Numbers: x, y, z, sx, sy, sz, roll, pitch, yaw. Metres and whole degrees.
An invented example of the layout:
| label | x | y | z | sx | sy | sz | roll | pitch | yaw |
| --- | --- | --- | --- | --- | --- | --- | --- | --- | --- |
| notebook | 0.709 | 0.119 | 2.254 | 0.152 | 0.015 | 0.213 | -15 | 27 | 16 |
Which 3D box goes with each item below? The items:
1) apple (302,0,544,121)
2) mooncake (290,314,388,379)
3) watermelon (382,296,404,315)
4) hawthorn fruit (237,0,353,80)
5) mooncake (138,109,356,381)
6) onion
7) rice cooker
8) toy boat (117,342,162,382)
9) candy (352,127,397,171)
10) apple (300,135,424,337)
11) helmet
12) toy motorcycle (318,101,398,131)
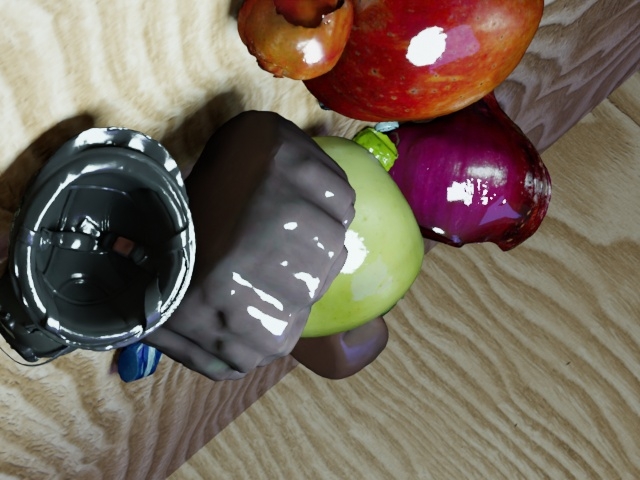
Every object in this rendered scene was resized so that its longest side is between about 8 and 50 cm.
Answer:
| label | x | y | z | sx | sy | sz | roll | pitch | yaw |
| --- | --- | --- | --- | --- | --- | --- | --- | --- | --- |
| apple | 0.143 | -0.311 | 1.562 | 0.365 | 0.329 | 0.295 | -18 | 121 | -38 |
| mooncake | -0.009 | 0.127 | 2.343 | 0.174 | 0.326 | 0.333 | -35 | 131 | -27 |
| watermelon | 0.092 | 0.077 | 2.615 | 0.242 | 0.242 | 0.242 | -41 | 167 | -12 |
| hawthorn fruit | -0.024 | -0.287 | 1.377 | 0.172 | 0.148 | 0.148 | -57 | 165 | 8 |
| mooncake | -0.110 | 0.017 | 1.539 | 0.381 | 0.212 | 0.350 | -54 | -161 | 7 |
| onion | 0.317 | -0.191 | 2.319 | 0.398 | 0.398 | 0.420 | -5 | 113 | -69 |
| rice cooker | -0.366 | 0.078 | 1.499 | 0.203 | 0.142 | 0.118 | -44 | 156 | -18 |
| toy boat | -0.294 | 0.172 | 2.173 | 0.291 | 0.070 | 0.210 | -44 | 172 | -14 |
| candy | 0.065 | -0.138 | 2.215 | 0.209 | 0.096 | 0.097 | -44 | 168 | 28 |
| apple | 0.000 | 0.000 | 1.918 | 0.357 | 0.357 | 0.357 | -41 | 167 | -12 |
| helmet | -0.287 | -0.007 | 1.370 | 0.231 | 0.278 | 0.160 | 2 | -173 | -28 |
| toy motorcycle | 0.147 | -0.261 | 1.869 | 0.315 | 0.113 | 0.169 | -9 | 177 | -27 |
